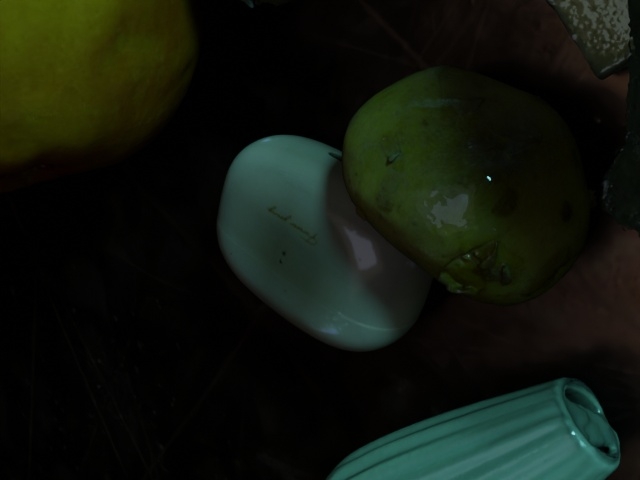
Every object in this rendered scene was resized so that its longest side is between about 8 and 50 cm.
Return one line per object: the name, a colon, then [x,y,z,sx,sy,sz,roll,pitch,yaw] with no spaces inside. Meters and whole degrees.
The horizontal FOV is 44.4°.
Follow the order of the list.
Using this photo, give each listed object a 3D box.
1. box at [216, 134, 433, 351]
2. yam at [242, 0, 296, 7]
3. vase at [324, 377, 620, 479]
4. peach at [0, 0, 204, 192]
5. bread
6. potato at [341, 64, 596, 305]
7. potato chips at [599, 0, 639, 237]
box: [0.000,0.000,0.629,0.200,0.088,0.146,35,122,30]
yam: [0.023,-0.253,0.507,0.238,0.128,0.129,-12,129,48]
vase: [0.103,0.185,0.579,0.248,0.128,0.128,-41,76,32]
peach: [-0.266,-0.191,0.637,0.343,0.343,0.302,-2,100,42]
bread: [0.204,-0.159,0.441,0.153,0.028,0.068,-36,80,41]
potato: [0.094,-0.041,0.508,0.176,0.137,0.137,38,126,13]
potato chips: [0.215,-0.045,0.423,0.228,0.059,0.167,51,159,5]
